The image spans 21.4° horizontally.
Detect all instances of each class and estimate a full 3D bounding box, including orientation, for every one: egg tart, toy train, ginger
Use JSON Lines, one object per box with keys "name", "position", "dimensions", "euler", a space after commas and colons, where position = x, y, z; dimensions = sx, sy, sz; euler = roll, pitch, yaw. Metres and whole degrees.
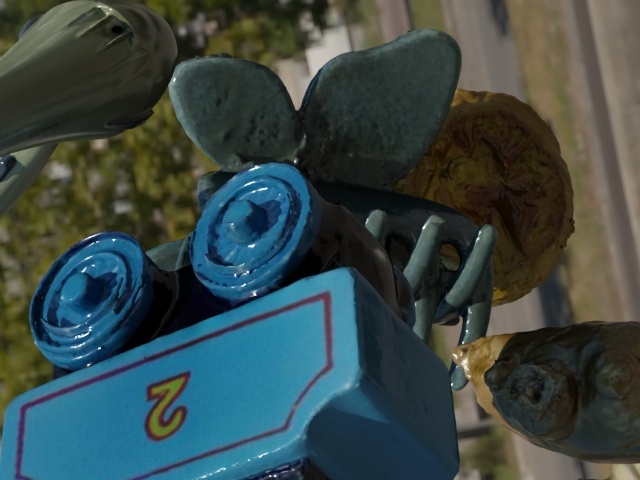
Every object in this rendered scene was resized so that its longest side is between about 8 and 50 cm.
{"name": "egg tart", "position": [0.160, -0.044, 1.817], "dimensions": [0.106, 0.241, 0.241], "euler": [-11, 90, 64]}
{"name": "toy train", "position": [-0.072, 0.112, 1.182], "dimensions": [0.188, 0.300, 0.265], "euler": [46, -150, -43]}
{"name": "ginger", "position": [0.220, 0.133, 1.472], "dimensions": [0.219, 0.270, 0.123], "euler": [6, -100, -51]}

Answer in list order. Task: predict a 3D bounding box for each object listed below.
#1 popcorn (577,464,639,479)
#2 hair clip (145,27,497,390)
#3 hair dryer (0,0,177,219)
{"name": "popcorn", "position": [0.428, 0.230, 1.765], "dimensions": [0.316, 0.281, 0.297], "euler": [45, 166, 36]}
{"name": "hair clip", "position": [0.000, 0.000, 1.621], "dimensions": [0.238, 0.318, 0.392], "euler": [51, 127, 53]}
{"name": "hair dryer", "position": [-0.242, -0.069, 1.289], "dimensions": [0.119, 0.298, 0.296], "euler": [43, -174, 3]}
